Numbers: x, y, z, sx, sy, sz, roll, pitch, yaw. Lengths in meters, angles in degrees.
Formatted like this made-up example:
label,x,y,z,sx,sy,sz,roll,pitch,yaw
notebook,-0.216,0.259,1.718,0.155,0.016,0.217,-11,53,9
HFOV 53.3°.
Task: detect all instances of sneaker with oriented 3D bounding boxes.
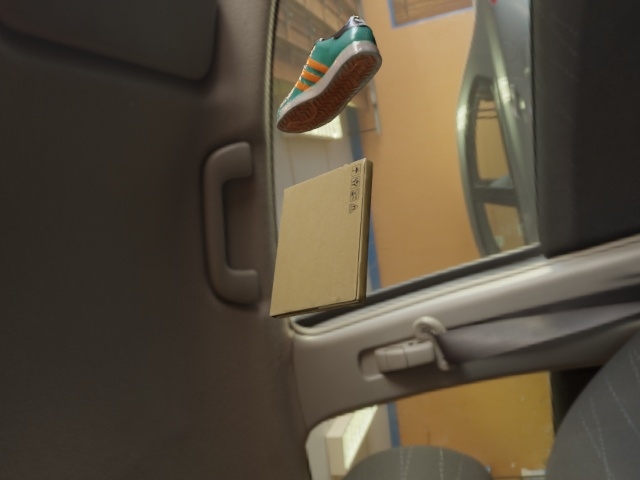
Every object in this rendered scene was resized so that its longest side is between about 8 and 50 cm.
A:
label,x,y,z,sx,sy,sz,roll,pitch,yaw
sneaker,0.009,-0.342,1.341,0.108,0.302,0.121,14,-125,-39

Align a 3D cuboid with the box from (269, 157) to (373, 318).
label,x,y,z,sx,sy,sz,roll,pitch,yaw
box,0.000,0.000,0.877,0.021,0.164,0.201,24,-119,-40
